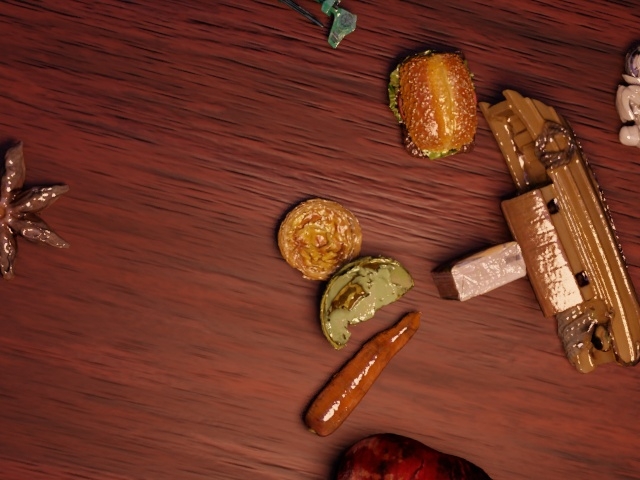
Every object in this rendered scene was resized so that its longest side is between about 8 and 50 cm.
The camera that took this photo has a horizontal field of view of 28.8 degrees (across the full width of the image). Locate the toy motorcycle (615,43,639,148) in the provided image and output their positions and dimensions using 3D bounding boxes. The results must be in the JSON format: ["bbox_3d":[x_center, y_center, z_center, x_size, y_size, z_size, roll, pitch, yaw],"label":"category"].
[{"bbox_3d":[0.533,-0.189,1.927,0.151,0.074,0.228,-44,93,-4],"label":"toy motorcycle"}]

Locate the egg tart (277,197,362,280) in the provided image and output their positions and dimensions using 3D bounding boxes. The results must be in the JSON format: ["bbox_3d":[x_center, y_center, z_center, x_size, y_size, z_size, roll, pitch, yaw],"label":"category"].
[{"bbox_3d":[0.000,0.000,1.875,0.129,0.049,0.128,1,81,-7],"label":"egg tart"}]

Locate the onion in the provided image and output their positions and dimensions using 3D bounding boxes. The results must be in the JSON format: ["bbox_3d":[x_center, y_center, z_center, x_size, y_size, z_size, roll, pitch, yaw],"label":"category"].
[{"bbox_3d":[0.138,0.393,1.779,0.281,0.221,0.281,24,44,-25],"label":"onion"}]

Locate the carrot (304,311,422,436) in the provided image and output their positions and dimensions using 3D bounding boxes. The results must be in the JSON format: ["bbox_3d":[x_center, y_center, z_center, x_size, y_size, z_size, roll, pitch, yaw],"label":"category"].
[{"bbox_3d":[0.065,0.196,1.867,0.059,0.059,0.248,43,80,-2],"label":"carrot"}]

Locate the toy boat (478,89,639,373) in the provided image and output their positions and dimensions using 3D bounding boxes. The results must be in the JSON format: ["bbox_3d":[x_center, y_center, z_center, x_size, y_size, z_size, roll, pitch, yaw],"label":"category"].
[{"bbox_3d":[0.348,-0.012,1.867,0.162,0.136,0.445,-17,86,-30],"label":"toy boat"}]

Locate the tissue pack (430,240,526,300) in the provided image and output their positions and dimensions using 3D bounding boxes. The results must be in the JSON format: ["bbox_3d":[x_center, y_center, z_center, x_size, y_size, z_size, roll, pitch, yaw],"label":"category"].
[{"bbox_3d":[0.233,0.046,1.844,0.109,0.148,0.060,-21,90,-6],"label":"tissue pack"}]

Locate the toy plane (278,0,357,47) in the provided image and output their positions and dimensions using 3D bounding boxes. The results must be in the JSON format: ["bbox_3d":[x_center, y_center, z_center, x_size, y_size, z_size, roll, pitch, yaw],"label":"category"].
[{"bbox_3d":[-0.038,-0.396,1.890,0.235,0.060,0.096,36,92,1],"label":"toy plane"}]

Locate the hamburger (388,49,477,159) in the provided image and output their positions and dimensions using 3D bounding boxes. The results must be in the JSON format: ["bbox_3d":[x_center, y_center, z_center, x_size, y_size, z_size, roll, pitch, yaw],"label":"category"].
[{"bbox_3d":[0.173,-0.206,1.884,0.137,0.087,0.165,-7,87,-6],"label":"hamburger"}]

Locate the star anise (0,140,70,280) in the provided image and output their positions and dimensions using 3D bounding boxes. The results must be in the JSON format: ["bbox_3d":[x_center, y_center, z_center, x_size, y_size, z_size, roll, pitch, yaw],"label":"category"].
[{"bbox_3d":[-0.452,-0.044,1.825,0.172,0.063,0.208,3,86,-7],"label":"star anise"}]

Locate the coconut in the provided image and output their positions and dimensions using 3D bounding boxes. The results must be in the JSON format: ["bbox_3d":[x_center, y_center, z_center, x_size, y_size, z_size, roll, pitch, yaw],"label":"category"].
[{"bbox_3d":[0.060,0.077,1.852,0.158,0.055,0.133,-28,122,-13],"label":"coconut"}]
